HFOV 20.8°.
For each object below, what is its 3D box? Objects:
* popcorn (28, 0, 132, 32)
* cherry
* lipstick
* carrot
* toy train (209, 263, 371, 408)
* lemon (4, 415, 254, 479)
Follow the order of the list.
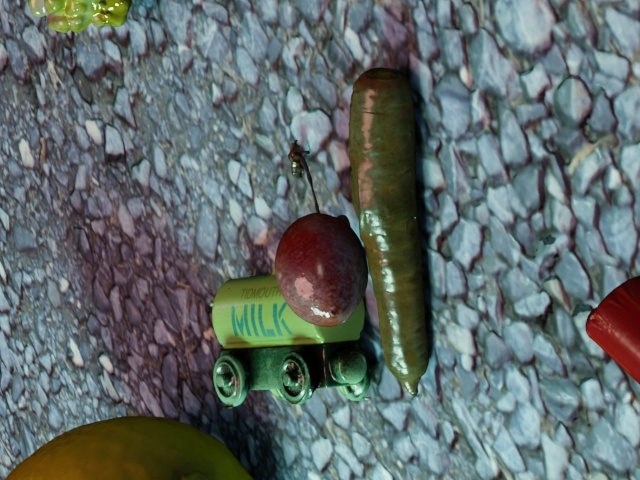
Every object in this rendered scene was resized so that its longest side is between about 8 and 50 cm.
[{"bbox_3d":[-0.270,-0.303,1.973,0.145,0.126,0.125,-109,34,-56],"label":"popcorn"},{"bbox_3d":[0.000,0.000,1.752,0.107,0.090,0.225,50,-157,-36],"label":"cherry"},{"bbox_3d":[0.326,0.137,1.377,0.279,0.073,0.073,47,141,31],"label":"lipstick"},{"bbox_3d":[0.067,-0.002,1.689,0.070,0.070,0.342,23,126,49],"label":"carrot"},{"bbox_3d":[-0.036,0.099,1.874,0.253,0.105,0.157,-8,86,57],"label":"toy train"},{"bbox_3d":[-0.221,0.364,2.053,0.364,0.364,0.364,31,131,44],"label":"lemon"}]
